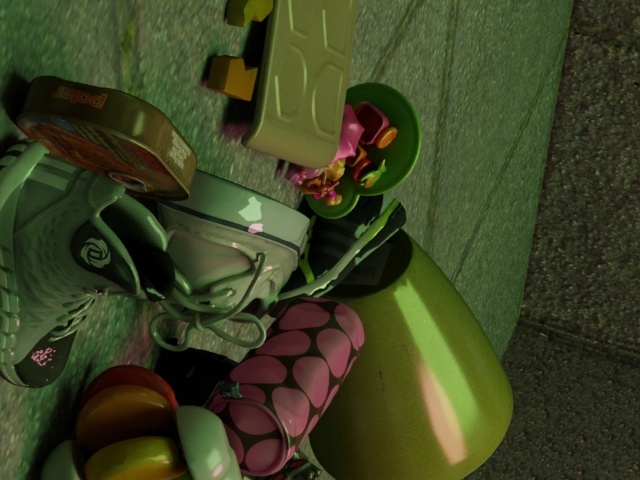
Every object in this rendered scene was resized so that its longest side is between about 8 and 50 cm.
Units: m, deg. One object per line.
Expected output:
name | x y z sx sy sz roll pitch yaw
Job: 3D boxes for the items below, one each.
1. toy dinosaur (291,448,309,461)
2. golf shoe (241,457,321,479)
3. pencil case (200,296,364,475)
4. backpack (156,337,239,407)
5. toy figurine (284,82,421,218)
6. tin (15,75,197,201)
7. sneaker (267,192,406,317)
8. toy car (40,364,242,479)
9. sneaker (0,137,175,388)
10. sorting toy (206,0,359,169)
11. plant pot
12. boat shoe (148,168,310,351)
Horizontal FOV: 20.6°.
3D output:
toy dinosaur | -0.051 0.328 2.184 0.118 0.064 0.268 -29 125 -18
golf shoe | -0.112 0.295 1.902 0.273 0.120 0.105 -21 133 -61
pencil case | -0.037 0.129 1.653 0.209 0.098 0.095 -47 139 -56
backpack | -0.106 0.163 1.727 0.084 0.114 0.105 47 61 -75
toy figurine | 0.008 -0.100 1.949 0.173 0.130 0.159 -51 159 18
tin | -0.150 -0.072 1.268 0.189 0.106 0.040 59 49 -73
sneaker | 0.000 0.000 2.073 0.235 0.097 0.084 -40 -175 -33
toy car | -0.160 0.180 1.530 0.182 0.159 0.136 77 -4 -64
sneaker | -0.169 0.039 1.270 0.228 0.132 0.086 94 19 -44
sorting toy | -0.034 -0.198 1.727 0.307 0.041 0.229 14 88 -68
plant pot | 0.084 0.125 2.218 0.293 0.275 0.274 72 35 -42
boat shoe | -0.097 0.032 1.606 0.367 0.136 0.156 78 33 -83
